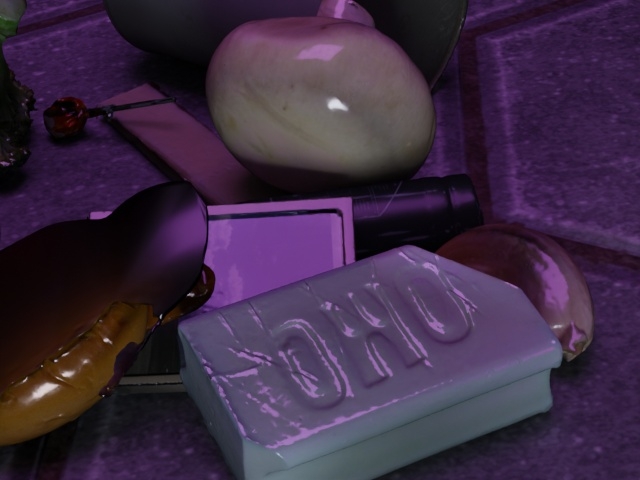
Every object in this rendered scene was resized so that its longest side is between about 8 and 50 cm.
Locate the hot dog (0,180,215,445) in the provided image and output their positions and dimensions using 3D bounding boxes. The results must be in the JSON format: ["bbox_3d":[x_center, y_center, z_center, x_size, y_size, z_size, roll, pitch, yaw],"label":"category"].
[{"bbox_3d":[-0.225,0.094,1.380,0.326,0.107,0.194,-19,54,7],"label":"hot dog"}]

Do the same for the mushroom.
[{"bbox_3d":[0.003,-0.154,1.621,0.246,0.246,0.202,6,70,17],"label":"mushroom"}]

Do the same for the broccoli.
[{"bbox_3d":[-0.412,-0.184,1.764,0.254,0.269,0.269,47,49,6],"label":"broccoli"}]

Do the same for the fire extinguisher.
[{"bbox_3d":[0.000,0.000,1.562,0.311,0.095,0.114,-7,-12,-6],"label":"fire extinguisher"}]

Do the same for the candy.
[{"bbox_3d":[-0.245,-0.152,1.835,0.185,0.049,0.055,-6,54,27],"label":"candy"}]

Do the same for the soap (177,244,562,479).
[{"bbox_3d":[0.041,0.107,1.348,0.289,0.095,0.173,-18,51,-19],"label":"soap"}]

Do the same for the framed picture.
[{"bbox_3d":[-0.091,0.051,1.470,0.260,0.023,0.189,-3,63,1],"label":"framed picture"}]

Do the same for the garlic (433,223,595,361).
[{"bbox_3d":[0.190,0.043,1.472,0.195,0.087,0.101,30,69,37],"label":"garlic"}]

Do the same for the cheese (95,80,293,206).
[{"bbox_3d":[-0.136,-0.087,1.768,0.085,0.034,0.400,-26,37,-22],"label":"cheese"}]

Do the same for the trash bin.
[{"bbox_3d":[-0.063,-0.321,1.904,0.432,0.280,0.280,24,43,33],"label":"trash bin"}]
